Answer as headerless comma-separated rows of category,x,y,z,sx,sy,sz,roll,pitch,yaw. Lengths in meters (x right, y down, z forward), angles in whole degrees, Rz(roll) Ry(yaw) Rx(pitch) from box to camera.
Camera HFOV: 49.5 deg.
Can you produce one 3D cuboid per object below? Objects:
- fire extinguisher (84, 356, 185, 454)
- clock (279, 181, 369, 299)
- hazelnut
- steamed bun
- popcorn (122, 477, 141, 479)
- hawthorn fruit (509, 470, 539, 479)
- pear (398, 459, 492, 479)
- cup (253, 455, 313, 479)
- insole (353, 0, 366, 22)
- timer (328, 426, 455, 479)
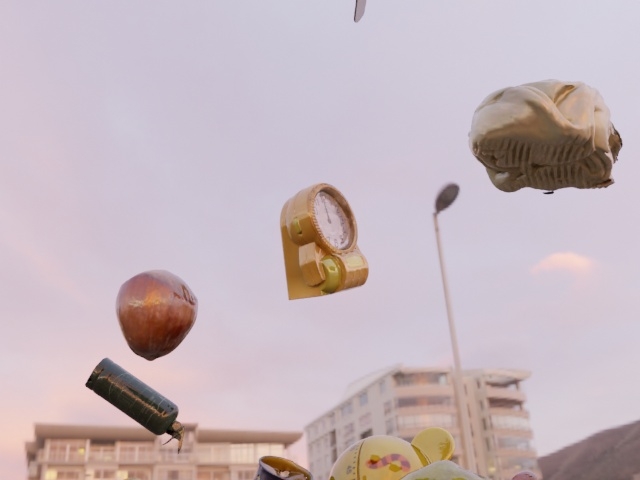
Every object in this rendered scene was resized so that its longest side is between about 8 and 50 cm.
fire extinguisher,-0.478,0.440,1.849,0.311,0.114,0.095,31,-28,5
clock,0.000,0.000,1.985,0.200,0.317,0.244,-17,-5,31
hazelnut,-0.378,0.170,1.586,0.176,0.214,0.214,4,-23,21
steamed bun,0.544,-0.274,1.696,0.394,0.237,0.346,17,-23,-18
popcorn,-0.375,0.548,1.376,0.126,0.126,0.145,-7,-52,22
hawthorn fruit,0.386,0.495,1.356,0.103,0.067,0.067,-26,-27,-3
pear,0.279,0.742,1.658,0.352,0.413,0.352,26,-5,3
cup,-0.131,0.832,2.201,0.178,0.256,0.255,20,3,24
insole,0.081,-0.504,1.334,0.010,0.063,0.192,27,-32,14
timer,0.225,0.745,2.049,0.387,0.376,0.376,-18,-30,17
